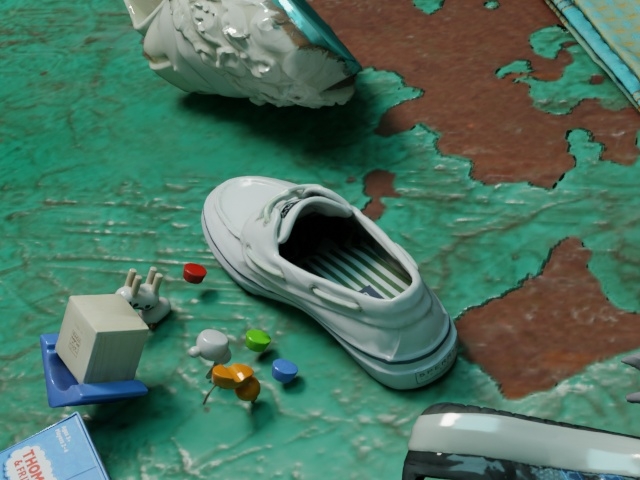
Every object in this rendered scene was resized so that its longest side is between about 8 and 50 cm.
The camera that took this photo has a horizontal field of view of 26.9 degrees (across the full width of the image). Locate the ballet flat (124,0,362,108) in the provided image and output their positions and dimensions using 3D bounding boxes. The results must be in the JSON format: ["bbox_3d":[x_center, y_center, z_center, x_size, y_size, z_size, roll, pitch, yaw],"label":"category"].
[{"bbox_3d":[-0.082,-0.187,1.028,0.147,0.147,0.409,-21,38,-4],"label":"ballet flat"}]

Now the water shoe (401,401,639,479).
[{"bbox_3d":[0.138,0.131,0.628,0.203,0.073,0.080,10,85,15],"label":"water shoe"}]

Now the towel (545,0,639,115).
[{"bbox_3d":[0.302,-0.191,0.938,0.271,0.040,0.370,-20,41,-2],"label":"towel"}]

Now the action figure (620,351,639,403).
[{"bbox_3d":[0.255,0.015,0.660,0.185,0.099,0.285,-8,30,35],"label":"action figure"}]

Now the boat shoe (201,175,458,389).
[{"bbox_3d":[0.000,0.000,0.803,0.083,0.076,0.226,-37,44,-22],"label":"boat shoe"}]

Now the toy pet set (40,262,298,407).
[{"bbox_3d":[-0.097,0.073,0.788,0.114,0.065,0.122,-1,31,-38],"label":"toy pet set"}]

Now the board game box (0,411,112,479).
[{"bbox_3d":[-0.191,0.195,0.683,0.211,0.039,0.160,-27,41,-10],"label":"board game box"}]
